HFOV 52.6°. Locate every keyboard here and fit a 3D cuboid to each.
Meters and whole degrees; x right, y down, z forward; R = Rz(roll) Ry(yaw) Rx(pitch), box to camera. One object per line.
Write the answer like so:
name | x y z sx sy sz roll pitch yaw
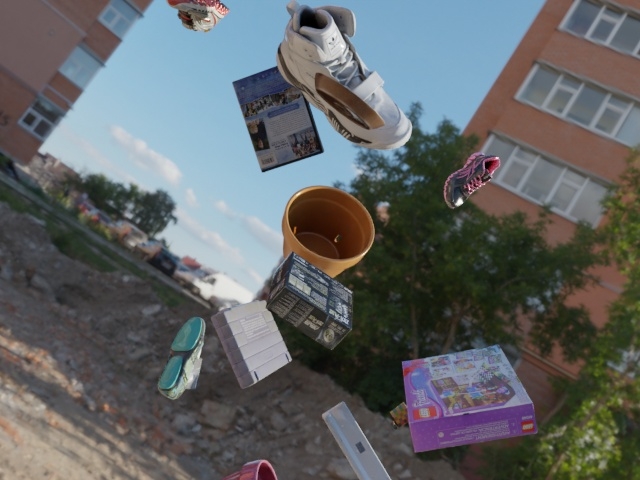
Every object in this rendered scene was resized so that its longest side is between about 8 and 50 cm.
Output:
keyboard | 0.099 0.564 1.748 0.256 0.072 0.014 58 -10 6

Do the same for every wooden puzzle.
wooden puzzle | 0.223 0.481 1.786 0.049 0.083 0.006 56 16 23

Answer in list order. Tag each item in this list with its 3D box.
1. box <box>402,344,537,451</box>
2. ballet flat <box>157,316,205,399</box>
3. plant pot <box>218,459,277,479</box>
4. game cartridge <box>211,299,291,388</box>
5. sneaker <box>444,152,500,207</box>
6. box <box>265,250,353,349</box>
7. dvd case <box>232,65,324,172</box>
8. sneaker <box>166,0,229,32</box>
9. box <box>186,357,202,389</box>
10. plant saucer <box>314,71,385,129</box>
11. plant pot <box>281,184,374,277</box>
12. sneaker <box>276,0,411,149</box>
box | 0.256 0.277 1.178 0.293 0.201 0.057 -60 139 -79
ballet flat | -0.291 0.253 1.382 0.070 0.188 0.070 14 -39 11
plant pot | -0.220 0.717 1.762 0.201 0.180 0.201 -17 90 -81
game cartridge | -0.205 0.301 1.959 0.230 0.068 0.355 61 13 7
sneaker | 0.248 -0.099 1.051 0.047 0.119 0.057 50 -21 -27
box | -0.020 0.132 1.441 0.180 0.077 0.147 34 27 -15
dvd case | -0.111 -0.325 1.712 0.022 0.180 0.253 -47 119 -76
sneaker | -0.282 -0.514 1.461 0.088 0.093 0.225 43 17 6
box | -0.339 0.341 1.671 0.018 0.083 0.067 4 -14 25
plant saucer | 0.051 -0.266 1.269 0.168 0.029 0.168 36 4 -3
plant pot | 0.000 0.000 2.056 0.291 0.291 0.203 33 -40 4
sneaker | 0.050 -0.349 1.366 0.366 0.137 0.210 42 -15 10
